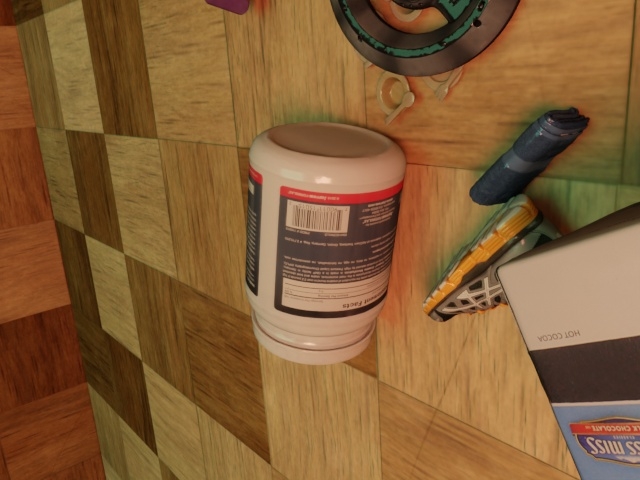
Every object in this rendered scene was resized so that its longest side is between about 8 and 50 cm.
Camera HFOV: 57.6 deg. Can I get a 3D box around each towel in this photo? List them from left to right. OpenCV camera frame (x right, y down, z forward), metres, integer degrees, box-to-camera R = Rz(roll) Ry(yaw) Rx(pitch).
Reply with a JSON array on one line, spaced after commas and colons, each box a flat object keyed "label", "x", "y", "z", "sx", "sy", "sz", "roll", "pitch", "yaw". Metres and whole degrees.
[{"label": "towel", "x": 0.200, "y": -0.078, "z": 0.567, "sx": 0.029, "sy": 0.067, "sz": 0.119, "roll": 60, "pitch": 141, "yaw": 20}]

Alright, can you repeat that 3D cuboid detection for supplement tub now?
[{"label": "supplement tub", "x": 0.000, "y": 0.000, "z": 0.750, "sx": 0.191, "sy": 0.191, "sz": 0.272, "roll": 32, "pitch": 126, "yaw": 42}]

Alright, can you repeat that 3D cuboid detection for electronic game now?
[{"label": "electronic game", "x": 0.103, "y": -0.288, "z": 0.605, "sx": 0.229, "sy": 0.048, "sz": 0.229, "roll": 15, "pitch": 117, "yaw": 32}]

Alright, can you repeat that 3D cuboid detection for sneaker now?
[{"label": "sneaker", "x": 0.182, "y": 0.042, "z": 0.631, "sx": 0.083, "sy": 0.084, "sz": 0.215, "roll": 36, "pitch": 146, "yaw": 4}]

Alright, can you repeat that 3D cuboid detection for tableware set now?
[{"label": "tableware set", "x": 0.095, "y": -0.227, "z": 0.686, "sx": 0.141, "sy": 0.020, "sz": 0.169, "roll": -36, "pitch": 74, "yaw": 51}]

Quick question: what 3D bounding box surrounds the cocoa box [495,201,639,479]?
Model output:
[{"label": "cocoa box", "x": 0.329, "y": 0.050, "z": 0.313, "sx": 0.347, "sy": 0.231, "sz": 0.228, "roll": -27, "pitch": 82, "yaw": 53}]

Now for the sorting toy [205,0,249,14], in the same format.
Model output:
[{"label": "sorting toy", "x": -0.044, "y": -0.429, "z": 0.745, "sx": 0.365, "sy": 0.127, "sz": 0.126, "roll": -15, "pitch": 65, "yaw": 54}]
